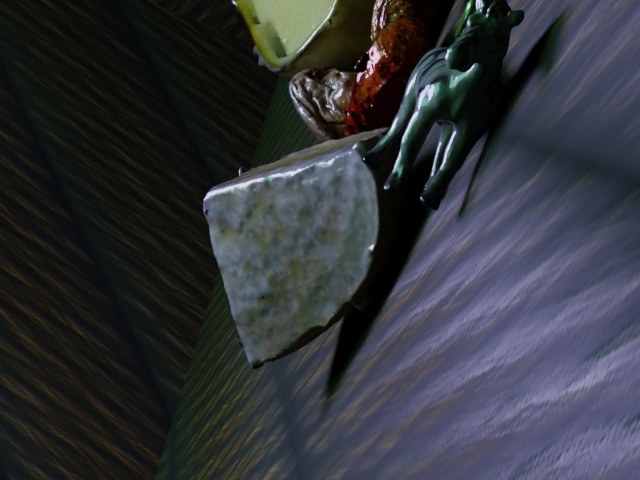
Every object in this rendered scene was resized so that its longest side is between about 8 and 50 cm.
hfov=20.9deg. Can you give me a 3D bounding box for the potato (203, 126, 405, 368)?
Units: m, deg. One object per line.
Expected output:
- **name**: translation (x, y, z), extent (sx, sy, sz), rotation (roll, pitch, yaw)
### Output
- **potato**: translation (0.031, -0.007, 1.815), extent (0.264, 0.211, 0.189), rotation (-17, 3, 41)

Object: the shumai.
- **shumai**: translation (0.047, -0.165, 2.113), extent (0.116, 0.145, 0.145), rotation (-39, 20, 24)

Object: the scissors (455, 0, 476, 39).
- **scissors**: translation (0.166, -0.272, 1.813), extent (0.204, 0.027, 0.101), rotation (-83, 17, -70)

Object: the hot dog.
- **hot dog**: translation (0.111, -0.274, 2.060), extent (0.099, 0.065, 0.147), rotation (0, -66, -57)

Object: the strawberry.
- **strawberry**: translation (0.086, -0.171, 1.978), extent (0.121, 0.082, 0.188), rotation (-48, -19, -44)

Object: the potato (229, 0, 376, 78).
- **potato**: translation (0.054, -0.313, 2.248), extent (0.330, 0.213, 0.280), rotation (-46, 35, 34)

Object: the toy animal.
- **toy animal**: translation (0.112, -0.110, 1.536), extent (0.170, 0.090, 0.255), rotation (-65, 8, -10)

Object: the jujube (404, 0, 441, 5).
- **jujube**: translation (0.116, -0.347, 1.905), extent (0.112, 0.109, 0.176), rotation (-130, 52, -72)
